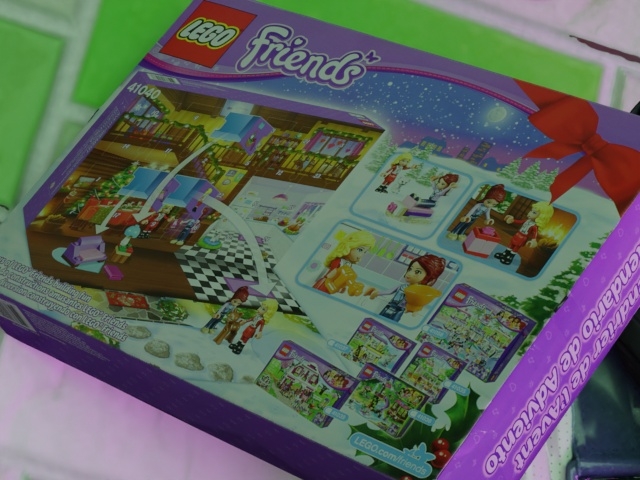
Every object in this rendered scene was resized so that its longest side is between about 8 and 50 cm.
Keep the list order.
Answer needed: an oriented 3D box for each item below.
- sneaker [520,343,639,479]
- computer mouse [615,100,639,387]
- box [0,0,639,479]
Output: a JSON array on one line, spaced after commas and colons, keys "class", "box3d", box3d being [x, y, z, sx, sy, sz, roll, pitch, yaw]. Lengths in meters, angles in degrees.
[{"class": "sneaker", "box3d": [0.178, 0.148, 0.986, 0.236, 0.130, 0.322, -31, 90, -12]}, {"class": "computer mouse", "box3d": [0.209, 0.062, 0.906, 0.188, 0.072, 0.272, -41, 86, -20]}, {"class": "box", "box3d": [0.000, 0.000, 0.901, 0.293, 0.057, 0.201, 22, 64, 38]}]
